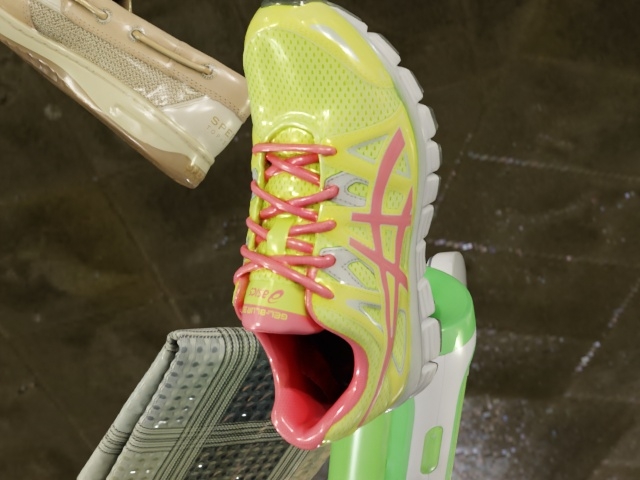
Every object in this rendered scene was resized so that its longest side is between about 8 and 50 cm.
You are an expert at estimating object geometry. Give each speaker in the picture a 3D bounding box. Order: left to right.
[{"bbox_3d":[0.070,0.173,1.073,0.131,0.131,0.297,-1,122,-8],"label":"speaker"}]

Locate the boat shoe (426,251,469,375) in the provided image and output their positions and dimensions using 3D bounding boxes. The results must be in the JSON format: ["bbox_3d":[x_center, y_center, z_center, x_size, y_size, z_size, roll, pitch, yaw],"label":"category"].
[{"bbox_3d":[0.116,0.084,1.233,0.088,0.096,0.267,-1,162,9],"label":"boat shoe"}]

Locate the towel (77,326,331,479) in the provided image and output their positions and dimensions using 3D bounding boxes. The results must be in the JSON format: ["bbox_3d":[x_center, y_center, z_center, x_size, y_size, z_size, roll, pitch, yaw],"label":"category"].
[{"bbox_3d":[-0.096,0.210,1.301,0.312,0.056,0.324,3,131,-39],"label":"towel"}]

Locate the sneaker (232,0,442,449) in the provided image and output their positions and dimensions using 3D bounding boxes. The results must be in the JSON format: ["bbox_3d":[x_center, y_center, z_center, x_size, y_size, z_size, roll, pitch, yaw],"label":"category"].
[{"bbox_3d":[0.000,0.000,0.491,0.081,0.094,0.209,5,118,37],"label":"sneaker"}]

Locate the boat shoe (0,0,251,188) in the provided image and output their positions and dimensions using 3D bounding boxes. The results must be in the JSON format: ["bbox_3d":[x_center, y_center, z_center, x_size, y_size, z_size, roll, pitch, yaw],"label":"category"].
[{"bbox_3d":[-0.203,-0.185,0.955,0.110,0.341,0.121,-51,173,-2],"label":"boat shoe"}]
